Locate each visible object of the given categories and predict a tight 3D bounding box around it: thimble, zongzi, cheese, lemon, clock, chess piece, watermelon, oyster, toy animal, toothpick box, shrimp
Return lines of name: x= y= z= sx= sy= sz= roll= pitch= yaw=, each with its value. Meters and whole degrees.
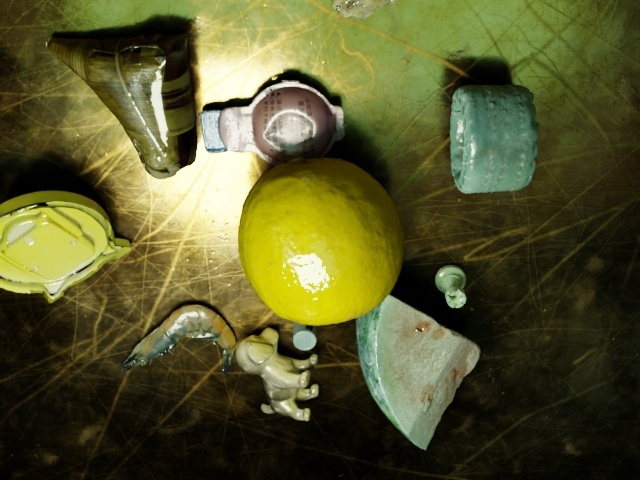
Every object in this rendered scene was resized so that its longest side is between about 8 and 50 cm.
thimble: x=0.331 y=-0.194 z=1.803 sx=0.143 sy=0.198 sz=0.235 roll=-1 pitch=144 yaw=-2
zongzi: x=-0.384 y=-0.267 z=1.808 sx=0.288 sy=0.134 sz=0.286 roll=5 pitch=120 yaw=12
cheese: x=-0.095 y=-0.224 z=1.849 sx=0.286 sy=0.074 sz=0.189 roll=-5 pitch=115 yaw=6
lemon: x=0.000 y=0.000 z=1.820 sx=0.348 sy=0.348 sz=0.348 roll=0 pitch=115 yaw=0
clock: x=-0.564 y=0.001 z=1.909 sx=0.277 sy=0.071 sz=0.293 roll=-29 pitch=145 yaw=6
chess piece: x=0.282 y=0.102 z=1.988 sx=0.067 sy=0.103 sz=0.067 roll=0 pitch=116 yaw=0
watermelon: x=0.214 y=0.252 z=2.009 sx=0.258 sy=0.228 sz=0.387 roll=-16 pitch=106 yaw=-3
oyster: x=0.109 y=-0.489 z=1.728 sx=0.209 sy=0.072 sz=0.133 roll=-23 pitch=110 yaw=12
toy animal: x=-0.087 y=0.299 z=2.077 sx=0.169 sy=0.121 sz=0.233 roll=-3 pitch=126 yaw=19
toothpick box: x=-0.034 y=0.198 z=2.041 sx=0.052 sy=0.083 sz=0.052 roll=0 pitch=116 yaw=-1
shrimp: x=-0.307 y=0.262 z=2.089 sx=0.262 sy=0.051 sz=0.198 roll=-38 pitch=111 yaw=12
